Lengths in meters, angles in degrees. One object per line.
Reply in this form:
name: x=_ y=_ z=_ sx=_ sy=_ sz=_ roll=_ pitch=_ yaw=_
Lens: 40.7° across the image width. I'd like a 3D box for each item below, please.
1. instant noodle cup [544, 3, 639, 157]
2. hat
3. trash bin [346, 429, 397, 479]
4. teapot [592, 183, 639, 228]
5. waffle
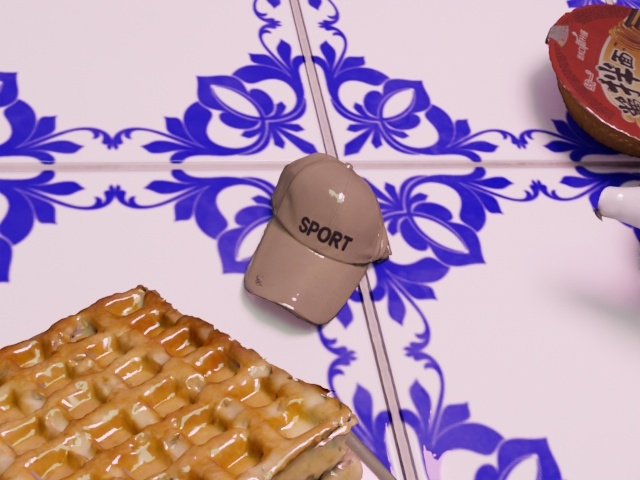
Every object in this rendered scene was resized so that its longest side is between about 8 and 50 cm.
instant noodle cup: x=0.404 y=-0.187 z=1.116 sx=0.274 sy=0.091 sz=0.274 roll=7 pitch=52 yaw=-9
hat: x=0.000 y=0.000 z=0.879 sx=0.147 sy=0.085 sz=0.175 roll=24 pitch=50 yaw=4
trash bin: x=0.024 y=0.278 z=0.652 sx=0.164 sy=0.122 sz=0.240 roll=-30 pitch=63 yaw=-30
teapot: x=0.467 y=-0.026 z=0.933 sx=0.424 sy=0.252 sz=0.280 roll=0 pitch=13 yaw=-37
waffle: x=-0.138 y=0.147 z=0.642 sx=0.213 sy=0.091 sz=0.308 roll=-28 pitch=32 yaw=-31
